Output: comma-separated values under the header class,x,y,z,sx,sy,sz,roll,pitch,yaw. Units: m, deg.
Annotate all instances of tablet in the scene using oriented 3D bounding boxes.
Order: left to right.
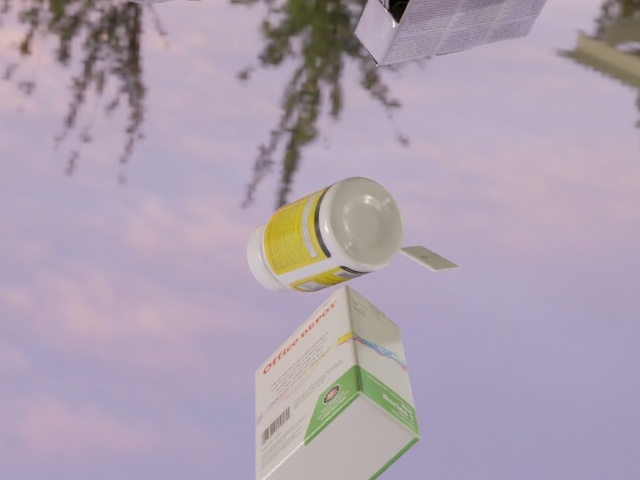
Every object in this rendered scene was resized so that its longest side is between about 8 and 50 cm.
class,x,y,z,sx,sy,sz,roll,pitch,yaw
tablet,0.156,0.026,2.000,0.054,0.006,0.083,-6,-155,-40

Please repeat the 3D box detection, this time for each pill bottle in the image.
class,x,y,z,sx,sy,sz,roll,pitch,yaw
pill bottle,0.000,0.000,1.746,0.119,0.119,0.208,-8,173,-35

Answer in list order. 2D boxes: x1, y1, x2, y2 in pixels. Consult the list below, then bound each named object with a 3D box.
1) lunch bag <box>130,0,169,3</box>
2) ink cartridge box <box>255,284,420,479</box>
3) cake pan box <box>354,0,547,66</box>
class,x,y,z,sx,sy,sz,roll,pitch,yaw
lunch bag,-0.141,-0.429,1.845,0.305,0.213,0.256,-7,-157,37
ink cartridge box,0.016,0.220,1.877,0.117,0.201,0.278,38,-161,-20
cake pan box,0.188,-0.331,1.656,0.267,0.246,0.070,-17,-123,-32
